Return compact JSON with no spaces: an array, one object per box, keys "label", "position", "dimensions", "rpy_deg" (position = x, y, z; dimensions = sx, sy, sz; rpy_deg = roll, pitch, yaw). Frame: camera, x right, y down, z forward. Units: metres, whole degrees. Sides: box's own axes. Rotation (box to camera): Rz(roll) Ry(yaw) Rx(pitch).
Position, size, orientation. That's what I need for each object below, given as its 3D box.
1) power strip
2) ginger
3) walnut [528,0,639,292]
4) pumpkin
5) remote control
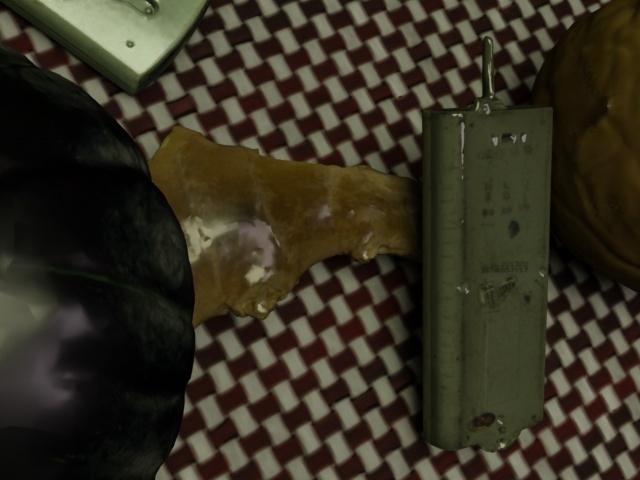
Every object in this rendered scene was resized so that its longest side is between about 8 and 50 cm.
[{"label":"power strip","position":[0.107,0.006,0.535],"dimensions":[0.092,0.034,0.267],"rpy_deg":[-9,104,-30]},{"label":"ginger","position":[0.000,0.000,0.534],"dimensions":[0.295,0.086,0.131],"rpy_deg":[6,60,-22]},{"label":"walnut","position":[0.252,-0.074,0.569],"dimensions":[0.228,0.228,0.227],"rpy_deg":[4,77,-18]},{"label":"pumpkin","position":[-0.201,0.034,0.345],"dimensions":[0.296,0.296,0.295],"rpy_deg":[4,77,-18]},{"label":"remote control","position":[-0.184,-0.197,0.536],"dimensions":[0.233,0.038,0.098],"rpy_deg":[35,70,-9]}]
